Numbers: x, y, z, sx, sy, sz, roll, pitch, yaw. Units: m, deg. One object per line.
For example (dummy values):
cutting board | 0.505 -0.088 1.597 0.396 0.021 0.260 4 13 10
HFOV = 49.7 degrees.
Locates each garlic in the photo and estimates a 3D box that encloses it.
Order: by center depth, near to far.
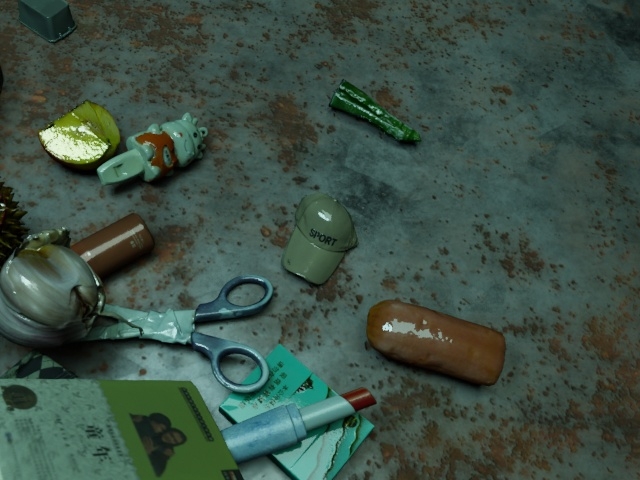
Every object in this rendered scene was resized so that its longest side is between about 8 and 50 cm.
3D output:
garlic | -0.412 0.078 1.146 0.256 0.207 0.207 8 56 -38

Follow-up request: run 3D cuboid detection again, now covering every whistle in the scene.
whistle | -0.331 -0.178 1.394 0.253 0.106 0.102 -29 91 -30

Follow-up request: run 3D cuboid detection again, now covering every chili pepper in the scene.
chili pepper | 0.133 -0.283 1.573 0.227 0.059 0.088 31 55 5

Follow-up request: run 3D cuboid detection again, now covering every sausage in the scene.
sausage | 0.209 0.186 1.291 0.259 0.113 0.113 18 59 -2

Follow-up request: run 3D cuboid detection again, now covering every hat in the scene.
hat | 0.000 0.000 1.369 0.147 0.085 0.175 24 58 2

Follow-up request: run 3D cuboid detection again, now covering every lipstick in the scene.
lipstick | -0.036 0.302 1.153 0.274 0.061 0.068 -16 64 -16

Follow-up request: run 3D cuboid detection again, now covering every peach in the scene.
peach | -0.479 -0.199 1.376 0.151 0.118 0.151 24 48 -31

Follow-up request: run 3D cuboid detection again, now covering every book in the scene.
book | -0.286 0.286 0.971 0.352 0.035 0.239 10 32 -44

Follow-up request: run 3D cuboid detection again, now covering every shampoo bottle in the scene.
shampoo bottle | -0.428 0.037 1.270 0.244 0.085 0.085 -30 70 -22

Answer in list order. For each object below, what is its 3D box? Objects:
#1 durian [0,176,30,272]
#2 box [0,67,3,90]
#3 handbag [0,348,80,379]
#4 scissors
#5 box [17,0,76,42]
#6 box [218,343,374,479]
durian | -0.653 -0.026 1.087 0.347 0.384 0.347 0 59 0
box | -0.724 -0.281 1.333 0.143 0.184 0.273 1 61 -11
handbag | -0.358 0.362 0.977 0.416 0.180 0.317 31 21 7
scissors | -0.277 0.150 1.250 0.383 0.029 0.256 5 48 -3
box | -0.617 -0.514 1.552 0.122 0.069 0.084 34 58 9
box | -0.041 0.312 1.209 0.226 0.042 0.161 40 62 13
